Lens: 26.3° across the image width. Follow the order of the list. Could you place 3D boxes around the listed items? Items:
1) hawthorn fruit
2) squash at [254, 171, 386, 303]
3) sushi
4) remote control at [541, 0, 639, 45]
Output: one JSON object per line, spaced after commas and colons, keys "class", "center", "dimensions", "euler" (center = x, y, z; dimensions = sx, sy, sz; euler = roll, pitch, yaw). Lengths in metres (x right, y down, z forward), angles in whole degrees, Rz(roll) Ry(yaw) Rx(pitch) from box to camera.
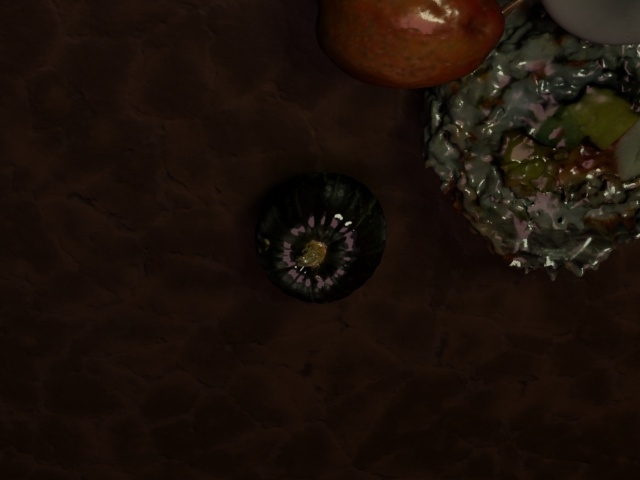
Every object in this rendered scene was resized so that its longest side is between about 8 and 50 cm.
{"class": "hawthorn fruit", "center": [0.126, -0.285, 1.671], "dimensions": [0.262, 0.210, 0.210], "euler": [9, 130, 17]}
{"class": "squash", "center": [0.002, -0.002, 1.933], "dimensions": [0.193, 0.156, 0.193], "euler": [-3, 105, -12]}
{"class": "sushi", "center": [0.333, -0.153, 1.824], "dimensions": [0.417, 0.176, 0.417], "euler": [-2, 125, -4]}
{"class": "remote control", "center": [0.359, -0.356, 1.540], "dimensions": [0.221, 0.103, 0.332], "euler": [0, 135, 0]}
